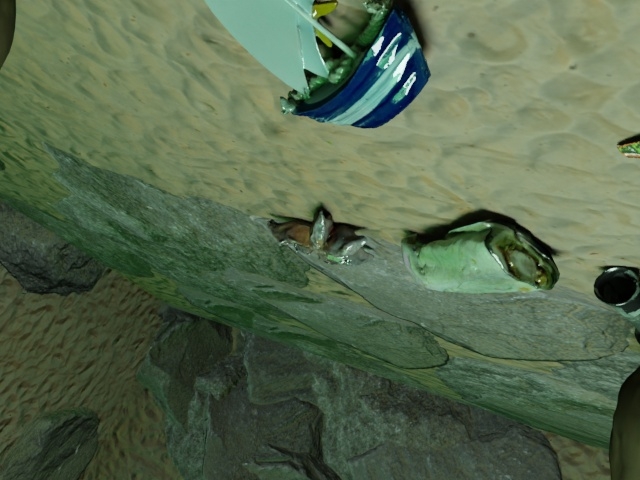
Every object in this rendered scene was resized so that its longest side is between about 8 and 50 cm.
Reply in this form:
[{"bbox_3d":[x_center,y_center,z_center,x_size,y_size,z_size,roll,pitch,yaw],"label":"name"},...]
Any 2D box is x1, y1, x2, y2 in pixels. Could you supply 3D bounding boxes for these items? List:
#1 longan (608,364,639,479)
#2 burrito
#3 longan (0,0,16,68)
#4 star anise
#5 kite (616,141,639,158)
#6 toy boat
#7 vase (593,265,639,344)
[{"bbox_3d":[0.589,0.297,0.696,0.436,0.403,0.404,12,159,30],"label":"longan"},{"bbox_3d":[0.220,0.037,0.865,0.144,0.089,0.229,32,157,-20],"label":"burrito"},{"bbox_3d":[-0.470,-0.269,0.541,0.350,0.288,0.288,38,159,-10],"label":"longan"},{"bbox_3d":[0.011,0.008,1.056,0.172,0.063,0.208,32,159,-30],"label":"star anise"},{"bbox_3d":[0.391,-0.093,0.423,0.234,0.016,0.321,25,162,-13],"label":"kite"},{"bbox_3d":[-0.047,-0.205,0.541,0.291,0.066,0.220,31,161,-15],"label":"toy boat"},{"bbox_3d":[0.447,0.099,0.816,0.059,0.059,0.167,0,152,49],"label":"vase"}]
